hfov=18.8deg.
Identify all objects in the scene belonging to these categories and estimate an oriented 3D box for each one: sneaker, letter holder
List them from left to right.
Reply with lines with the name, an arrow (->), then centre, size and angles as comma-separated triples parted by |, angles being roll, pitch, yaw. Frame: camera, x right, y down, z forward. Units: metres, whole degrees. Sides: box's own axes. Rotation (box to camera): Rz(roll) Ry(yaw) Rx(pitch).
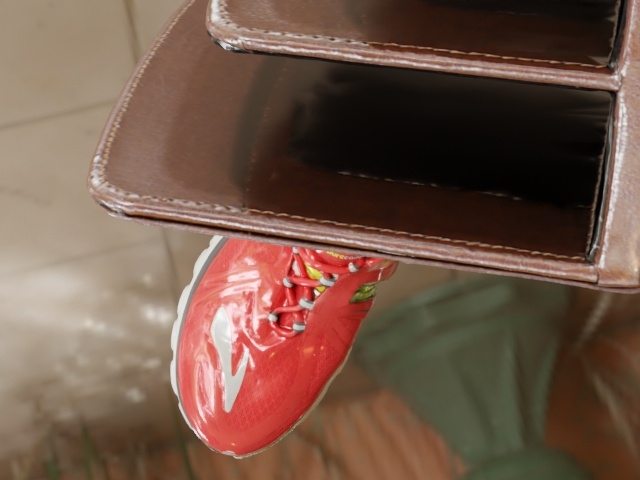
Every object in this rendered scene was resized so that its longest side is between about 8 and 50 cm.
sneaker -> 0.000, 0.000, 1.090 | 0.279, 0.107, 0.118 | -60, -176, 5
letter holder -> 0.038, -0.127, 0.763 | 0.214, 0.302, 0.152 | 7, 118, 9
